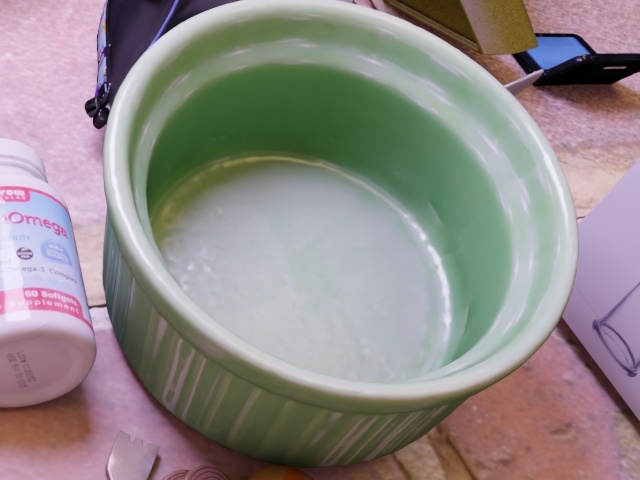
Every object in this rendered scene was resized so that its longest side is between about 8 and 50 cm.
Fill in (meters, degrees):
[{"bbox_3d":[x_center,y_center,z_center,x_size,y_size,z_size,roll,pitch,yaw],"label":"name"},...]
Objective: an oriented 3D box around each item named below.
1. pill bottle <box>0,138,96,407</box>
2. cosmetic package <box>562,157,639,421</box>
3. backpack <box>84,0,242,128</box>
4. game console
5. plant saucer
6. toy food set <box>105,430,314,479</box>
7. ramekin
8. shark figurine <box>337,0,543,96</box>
[{"bbox_3d":[-0.193,0.016,0.720,0.087,0.087,0.160,2,49,-28],"label":"pill bottle"},{"bbox_3d":[0.354,0.079,0.805,0.097,0.284,0.377,-17,63,-37],"label":"cosmetic package"},{"bbox_3d":[-0.108,-0.167,0.905,0.117,0.158,0.173,18,31,-25],"label":"backpack"},{"bbox_3d":[0.267,-0.199,1.201,0.122,0.107,0.071,-7,82,-33],"label":"game console"},{"bbox_3d":[0.101,-0.248,1.090,0.188,0.188,0.045,34,84,28],"label":"plant saucer"},{"bbox_3d":[-0.041,0.183,0.680,0.192,0.038,0.132,23,42,-8],"label":"toy food set"},{"bbox_3d":[0.000,0.000,0.768,0.304,0.148,0.303,10,54,-14],"label":"ramekin"},{"bbox_3d":[0.047,-0.193,1.041,0.278,0.116,0.166,42,44,15],"label":"shark figurine"}]
